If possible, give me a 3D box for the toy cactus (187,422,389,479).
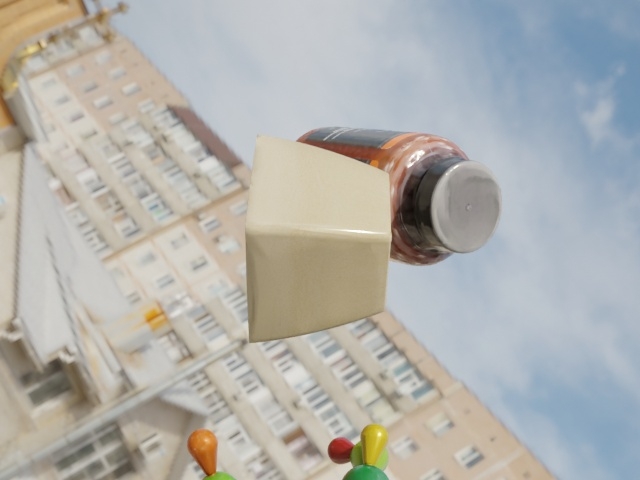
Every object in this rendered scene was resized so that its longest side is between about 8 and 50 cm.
[{"bbox_3d":[0.001,0.181,0.741,0.180,0.219,0.112,4,-83,40],"label":"toy cactus"}]

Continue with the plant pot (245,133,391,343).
[{"bbox_3d":[0.000,0.000,0.773,0.109,0.096,0.109,-86,178,-50],"label":"plant pot"}]

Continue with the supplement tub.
[{"bbox_3d":[0.054,-0.037,0.889,0.198,0.106,0.106,14,-50,56],"label":"supplement tub"}]
